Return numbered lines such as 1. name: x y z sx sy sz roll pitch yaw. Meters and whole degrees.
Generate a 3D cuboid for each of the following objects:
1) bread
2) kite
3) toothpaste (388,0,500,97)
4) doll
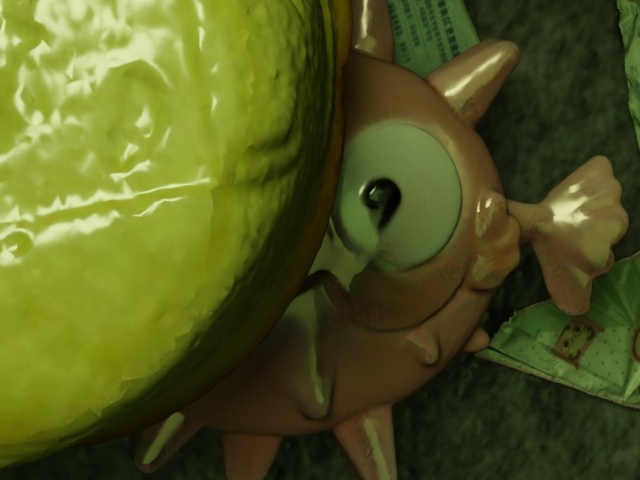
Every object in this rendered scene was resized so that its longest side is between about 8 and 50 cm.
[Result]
1. bread: -0.125 -0.052 0.424 0.270 0.148 0.270 0 95 6
2. kite: 0.172 -0.003 0.662 0.229 0.012 0.250 -26 114 -12
3. toothpaste: 0.015 -0.147 0.536 0.060 0.038 0.233 -25 118 -7
4. doll: 0.000 0.000 0.546 0.262 0.093 0.211 3 101 -15
